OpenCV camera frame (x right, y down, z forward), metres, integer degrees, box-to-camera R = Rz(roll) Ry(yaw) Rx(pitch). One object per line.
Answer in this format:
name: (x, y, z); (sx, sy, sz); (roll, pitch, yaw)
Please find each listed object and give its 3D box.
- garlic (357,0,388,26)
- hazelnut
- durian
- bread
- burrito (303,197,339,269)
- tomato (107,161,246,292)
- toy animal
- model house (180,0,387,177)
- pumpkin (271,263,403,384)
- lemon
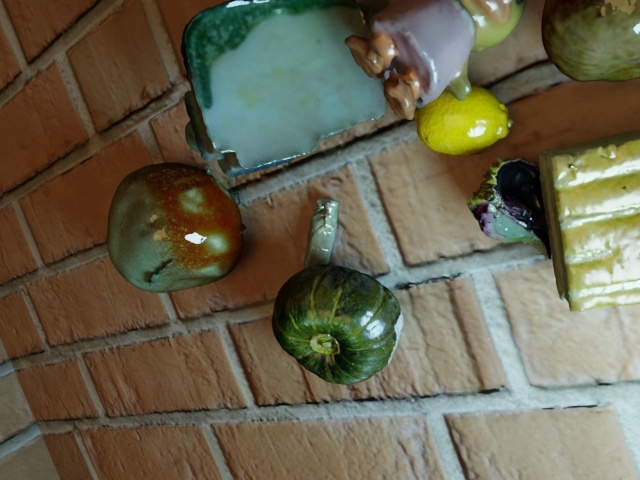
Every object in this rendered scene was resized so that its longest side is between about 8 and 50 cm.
garlic: (0.119, -0.377, 0.868); (0.152, 0.066, 0.084); (10, 83, 25)
hazelnut: (0.385, -0.311, 0.657); (0.208, 0.208, 0.208); (10, 110, 29)
durian: (0.293, -0.064, 0.828); (0.187, 0.119, 0.108); (33, 162, -28)
bread: (0.446, -0.038, 0.715); (0.246, 0.111, 0.239); (-10, 103, 18)
burrito: (-0.001, 0.000, 1.067); (0.058, 0.045, 0.188); (25, 119, 31)
tomato: (-0.323, -0.021, 1.141); (0.304, 0.239, 0.303); (9, 107, 33)
toy animal: (0.185, -0.312, 0.751); (0.281, 0.169, 0.195); (-40, 102, 8)
model house: (-0.090, -0.246, 0.899); (0.284, 0.299, 0.243); (-5, 103, 70)
pumpkin: (0.035, 0.149, 1.018); (0.261, 0.189, 0.260); (12, 130, 14)
lemon: (0.223, -0.190, 0.827); (0.155, 0.114, 0.114); (15, 112, 24)
